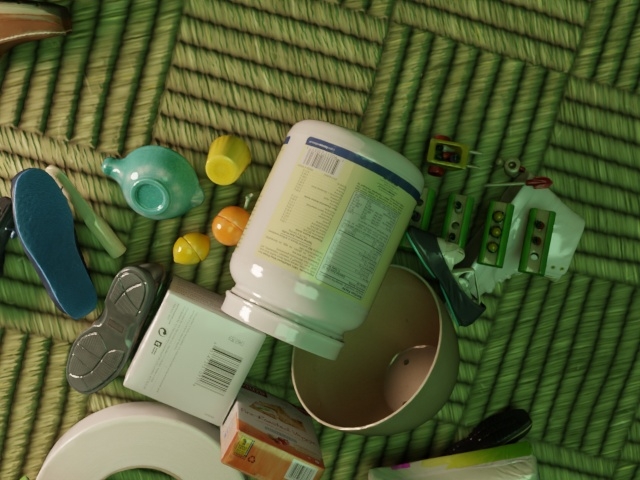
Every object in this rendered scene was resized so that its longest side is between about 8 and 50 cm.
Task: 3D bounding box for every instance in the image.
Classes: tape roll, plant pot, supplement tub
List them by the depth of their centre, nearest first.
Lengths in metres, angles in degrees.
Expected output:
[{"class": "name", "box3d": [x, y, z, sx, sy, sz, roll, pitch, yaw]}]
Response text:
[{"class": "supplement tub", "box3d": [0.000, 0.000, 1.299, 0.235, 0.235, 0.325, 25, 86, -11]}, {"class": "plant pot", "box3d": [0.120, 0.207, 1.386, 0.284, 0.284, 0.191, -47, 133, 4]}, {"class": "tape roll", "box3d": [-0.316, 0.480, 1.467, 0.392, 0.072, 0.392, -1, 101, -7]}]

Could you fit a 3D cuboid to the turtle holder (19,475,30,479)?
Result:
[{"class": "turtle holder", "box3d": [-0.436, 0.548, 1.272, 0.243, 0.320, 0.227, -50, 116, -11]}]

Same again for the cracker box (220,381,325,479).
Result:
[{"class": "cracker box", "box3d": [-0.085, 0.325, 1.380, 0.156, 0.232, 0.067, 27, 96, -11]}]

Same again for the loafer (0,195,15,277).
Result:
[{"class": "loafer", "box3d": [-0.554, 0.031, 1.355, 0.078, 0.076, 0.223, 32, 89, -48]}]

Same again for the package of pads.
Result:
[{"class": "package of pads", "box3d": [0.251, 0.497, 1.481, 0.296, 0.101, 0.229, -11, 117, 5]}]

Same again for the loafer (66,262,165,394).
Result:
[{"class": "loafer", "box3d": [-0.335, 0.149, 1.390, 0.096, 0.084, 0.267, 38, 113, 10]}]

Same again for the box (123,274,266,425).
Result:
[{"class": "box", "box3d": [-0.209, 0.183, 1.395, 0.182, 0.119, 0.181, 25, 97, -10]}]

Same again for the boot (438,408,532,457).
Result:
[{"class": "boot", "box3d": [0.331, 0.411, 1.536, 0.198, 0.077, 0.137, -34, 108, 14]}]

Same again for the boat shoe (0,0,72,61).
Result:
[{"class": "boat shoe", "box3d": [-0.543, -0.305, 1.267, 0.324, 0.122, 0.120, -3, 107, 2]}]

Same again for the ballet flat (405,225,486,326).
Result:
[{"class": "ballet flat", "box3d": [0.212, 0.049, 1.342, 0.074, 0.074, 0.203, -31, 109, 0]}]

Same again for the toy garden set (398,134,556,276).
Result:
[{"class": "toy garden set", "box3d": [0.267, -0.066, 1.372, 0.244, 0.049, 0.204, 11, 79, 13]}]

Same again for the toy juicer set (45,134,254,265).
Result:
[{"class": "toy juicer set", "box3d": [-0.262, -0.058, 1.368, 0.329, 0.089, 0.209, -5, 120, 11]}]

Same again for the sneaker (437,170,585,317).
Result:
[{"class": "sneaker", "box3d": [0.339, 0.046, 1.440, 0.169, 0.108, 0.292, 35, 94, -9]}]

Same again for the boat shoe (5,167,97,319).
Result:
[{"class": "boat shoe", "box3d": [-0.447, 0.008, 1.338, 0.109, 0.089, 0.258, -19, 109, -30]}]
